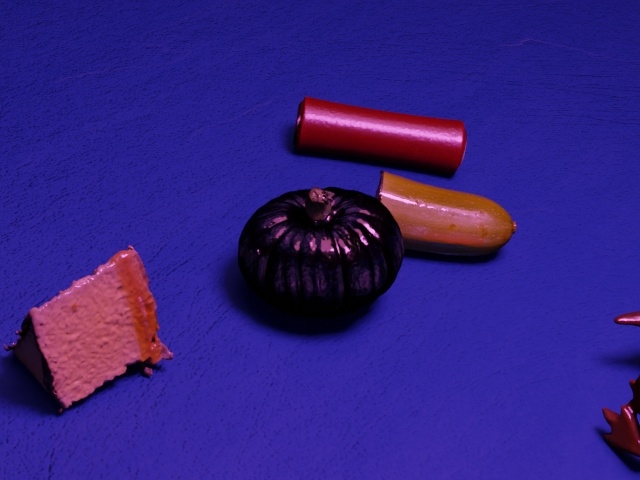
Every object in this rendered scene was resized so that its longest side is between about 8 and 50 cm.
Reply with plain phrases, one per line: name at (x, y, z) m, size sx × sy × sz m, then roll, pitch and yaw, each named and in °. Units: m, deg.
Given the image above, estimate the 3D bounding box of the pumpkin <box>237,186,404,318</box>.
pumpkin at (0.001, 0.011, 1.366) m, size 0.194 × 0.150 × 0.194 m, roll 5°, pitch 4°, yaw 0°

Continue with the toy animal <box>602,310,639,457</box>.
toy animal at (0.417, 0.184, 1.252) m, size 0.185 × 0.122 × 0.298 m, roll -9°, pitch 42°, yaw -26°

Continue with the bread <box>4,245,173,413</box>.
bread at (-0.244, 0.078, 1.208) m, size 0.147 × 0.152 × 0.127 m, roll -31°, pitch 51°, yaw -31°

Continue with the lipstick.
lipstick at (0.084, -0.149, 1.649) m, size 0.241 × 0.080 × 0.080 m, roll 9°, pitch 36°, yaw -3°

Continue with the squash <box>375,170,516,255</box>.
squash at (0.157, -0.022, 1.493) m, size 0.188 × 0.095 × 0.095 m, roll 13°, pitch 36°, yaw -3°
